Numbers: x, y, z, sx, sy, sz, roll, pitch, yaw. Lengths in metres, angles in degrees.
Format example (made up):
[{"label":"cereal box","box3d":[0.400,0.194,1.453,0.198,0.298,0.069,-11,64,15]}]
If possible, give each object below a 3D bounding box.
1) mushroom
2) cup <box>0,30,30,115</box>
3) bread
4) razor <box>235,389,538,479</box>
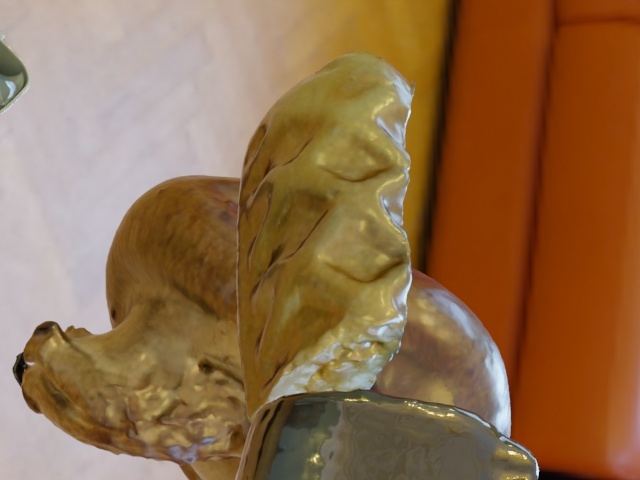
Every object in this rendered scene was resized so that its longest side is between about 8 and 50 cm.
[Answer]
[{"label":"mushroom","box3d":[-0.039,0.123,1.403,0.259,0.345,0.345,-41,124,-33]},{"label":"cup","box3d":[-0.268,-0.098,1.290,0.095,0.129,0.128,43,33,-7]},{"label":"bread","box3d":[0.000,0.000,0.952,0.232,0.088,0.128,-84,-170,-49]},{"label":"razor","box3d":[0.012,0.115,0.517,0.090,0.054,0.148,14,66,-21]}]
